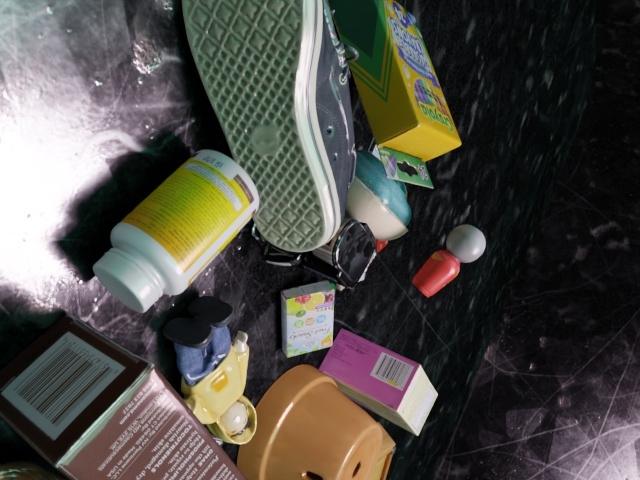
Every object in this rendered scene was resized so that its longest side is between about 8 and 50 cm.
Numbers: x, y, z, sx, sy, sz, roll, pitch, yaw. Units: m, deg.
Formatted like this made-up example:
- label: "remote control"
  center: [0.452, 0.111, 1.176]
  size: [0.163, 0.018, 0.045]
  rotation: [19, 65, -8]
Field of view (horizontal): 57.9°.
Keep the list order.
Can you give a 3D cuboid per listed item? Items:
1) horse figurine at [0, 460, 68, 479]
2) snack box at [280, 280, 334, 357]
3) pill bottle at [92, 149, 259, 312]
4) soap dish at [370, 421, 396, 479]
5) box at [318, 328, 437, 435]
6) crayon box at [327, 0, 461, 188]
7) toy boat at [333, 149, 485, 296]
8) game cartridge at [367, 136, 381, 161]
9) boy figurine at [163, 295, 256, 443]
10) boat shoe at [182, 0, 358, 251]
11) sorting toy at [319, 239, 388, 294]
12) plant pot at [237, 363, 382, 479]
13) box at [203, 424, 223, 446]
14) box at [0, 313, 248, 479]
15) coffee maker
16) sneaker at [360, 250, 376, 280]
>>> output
- label: "horse figurine"
  center: [-0.414, 0.333, 0.638]
  size: [0.263, 0.066, 0.175]
  rotation: [-42, 144, -33]
- label: "snack box"
  center: [-0.025, 0.155, 1.141]
  size: [0.100, 0.037, 0.141]
  rotation: [-10, 121, -20]
- label: "pill bottle"
  center: [-0.185, -0.012, 0.750]
  size: [0.215, 0.117, 0.117]
  rotation: [-51, 145, -30]
- label: "soap dish"
  center: [0.087, 0.647, 1.571]
  size: [0.290, 0.118, 0.229]
  rotation: [-2, 108, -59]
- label: "box"
  center: [0.145, 0.342, 1.390]
  size: [0.117, 0.213, 0.243]
  rotation: [-58, 147, -18]
- label: "crayon box"
  center: [0.139, -0.260, 0.987]
  size: [0.203, 0.083, 0.323]
  rotation: [1, 70, -58]
- label: "toy boat"
  center: [0.144, -0.052, 1.061]
  size: [0.148, 0.318, 0.267]
  rotation: [-46, 165, 6]
- label: "game cartridge"
  center: [0.126, -0.204, 1.239]
  size: [0.056, 0.017, 0.083]
  rotation: [32, 80, -63]
- label: "boy figurine"
  center: [-0.174, 0.234, 0.941]
  size: [0.177, 0.092, 0.285]
  rotation: [-43, 137, -42]
- label: "boat shoe"
  center: [-0.050, -0.225, 0.778]
  size: [0.156, 0.186, 0.501]
  rotation: [-54, 141, -49]
- label: "sorting toy"
  center: [0.065, 0.009, 1.233]
  size: [0.274, 0.046, 0.132]
  rotation: [-41, 139, -39]
- label: "plant pot"
  center: [-0.004, 0.436, 1.220]
  size: [0.291, 0.203, 0.291]
  rotation: [-36, 136, -45]
- label: "box"
  center: [-0.256, 0.384, 0.940]
  size: [0.184, 0.045, 0.191]
  rotation: [-61, 148, -12]
- label: "box"
  center: [-0.221, 0.284, 0.741]
  size: [0.143, 0.191, 0.382]
  rotation: [-47, 135, -30]
- label: "coffee maker"
  center: [0.000, 0.000, 0.994]
  size: [0.171, 0.178, 0.120]
  rotation: [9, 100, -59]
- label: "sneaker"
  center: [0.093, 0.062, 1.326]
  size: [0.098, 0.038, 0.069]
  rotation: [-44, 151, -40]
